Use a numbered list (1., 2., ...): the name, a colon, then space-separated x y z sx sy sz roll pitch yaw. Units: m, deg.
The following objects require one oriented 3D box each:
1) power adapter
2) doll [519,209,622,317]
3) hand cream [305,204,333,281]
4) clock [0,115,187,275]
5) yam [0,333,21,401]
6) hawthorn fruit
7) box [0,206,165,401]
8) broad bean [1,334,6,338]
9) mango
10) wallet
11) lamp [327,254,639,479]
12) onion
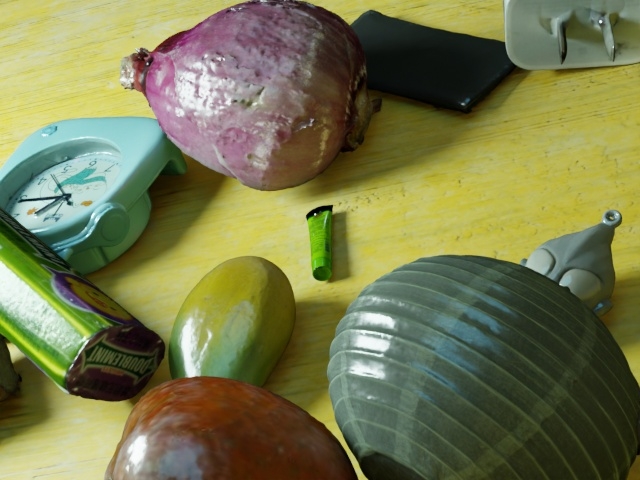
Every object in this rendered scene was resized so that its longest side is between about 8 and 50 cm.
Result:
1. power adapter: 0.318 -0.297 1.471 0.187 0.124 0.255 -3 40 9
2. doll: 0.225 0.055 1.149 0.102 0.075 0.227 33 73 27
3. hand cream: 0.000 0.000 1.353 0.036 0.023 0.122 -24 35 15
4. clock: -0.313 -0.044 1.497 0.224 0.094 0.274 2 45 27
5. yam: -0.459 0.160 1.293 0.238 0.128 0.129 -24 -3 -5
6. hawthorn fruit: -0.074 0.226 0.966 0.231 0.263 0.235 -27 65 47
7. box: -0.326 0.041 1.299 0.345 0.134 0.097 34 97 31
8. broad bean: -0.404 0.092 1.403 0.256 0.052 0.052 -2 1 17
9. mango: -0.091 0.100 1.229 0.130 0.092 0.194 -7 49 13
10. wallet: 0.126 -0.239 1.579 0.285 0.030 0.146 21 55 40
11. lamp: 0.138 0.124 0.972 0.265 0.233 0.233 28 58 28
12. onion: -0.104 -0.218 1.472 0.349 0.159 0.267 16 46 10
